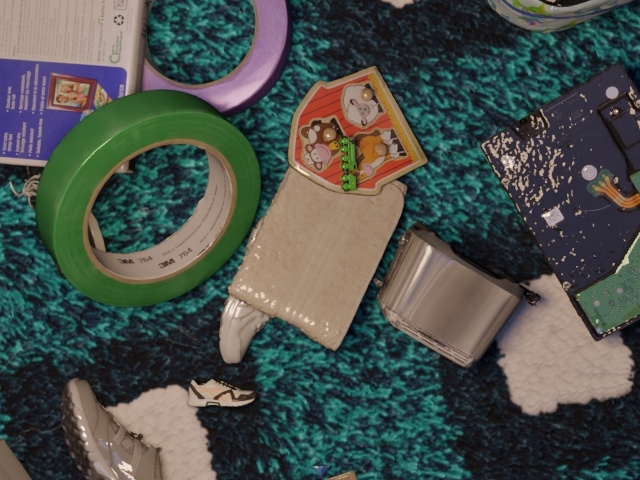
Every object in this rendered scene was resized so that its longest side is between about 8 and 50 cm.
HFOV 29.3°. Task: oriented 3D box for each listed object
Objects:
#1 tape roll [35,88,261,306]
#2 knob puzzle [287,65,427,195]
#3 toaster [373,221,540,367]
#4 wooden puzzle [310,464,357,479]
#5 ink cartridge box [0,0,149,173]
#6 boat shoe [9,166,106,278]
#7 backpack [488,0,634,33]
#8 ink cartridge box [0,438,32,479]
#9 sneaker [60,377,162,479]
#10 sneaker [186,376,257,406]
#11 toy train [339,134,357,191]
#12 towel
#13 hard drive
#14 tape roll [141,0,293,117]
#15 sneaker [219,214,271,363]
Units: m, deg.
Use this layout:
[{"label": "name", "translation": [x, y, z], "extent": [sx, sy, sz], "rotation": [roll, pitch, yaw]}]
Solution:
[{"label": "tape roll", "translation": [-0.242, -0.056, 1.747], "extent": [0.321, 0.321, 0.077], "rotation": [-49, 48, 4]}, {"label": "knob puzzle", "translation": [0.040, -0.154, 1.813], "extent": [0.213, 0.030, 0.213], "rotation": [3, 76, -12]}, {"label": "toaster", "translation": [0.192, 0.085, 1.798], "extent": [0.227, 0.129, 0.146], "rotation": [30, 97, -10]}, {"label": "wooden puzzle", "translation": [0.028, 0.396, 1.876], "extent": [0.079, 0.014, 0.116], "rotation": [-12, 91, 0]}, {"label": "ink cartridge box", "translation": [-0.412, -0.259, 1.782], "extent": [0.307, 0.072, 0.303], "rotation": [6, 92, 7]}, {"label": "boat shoe", "translation": [-0.409, -0.065, 1.853], "extent": [0.079, 0.095, 0.254], "rotation": [-24, 97, -36]}, {"label": "backpack", "translation": [0.386, -0.445, 1.731], "extent": [0.356, 0.273, 0.290], "rotation": [-35, 91, -18]}, {"label": "ink cartridge box", "translation": [-0.520, 0.512, 1.860], "extent": [0.272, 0.130, 0.309], "rotation": [-36, 89, 5]}, {"label": "sneaker", "translation": [-0.305, 0.331, 1.873], "extent": [0.115, 0.105, 0.281], "rotation": [-26, 84, -30]}, {"label": "sneaker", "translation": [-0.151, 0.232, 1.871], "extent": [0.109, 0.040, 0.043], "rotation": [0, 89, 4]}, {"label": "toy train", "translation": [0.041, -0.112, 1.787], "extent": [0.024, 0.017, 0.083], "rotation": [-1, 90, -18]}, {"label": "towel", "translation": [0.000, 0.000, 1.806], "extent": [0.187, 0.049, 0.282], "rotation": [28, 71, -4]}, {"label": "hard drive", "translation": [0.416, -0.055, 1.778], "extent": [0.237, 0.064, 0.338], "rotation": [-31, 88, 11]}, {"label": "tape roll", "translation": [-0.181, -0.320, 1.837], "extent": [0.275, 0.090, 0.274], "rotation": [0, 92, 4]}, {"label": "sneaker", "translation": [-0.079, 0.085, 1.841], "extent": [0.115, 0.090, 0.232], "rotation": [20, 93, 0]}]
